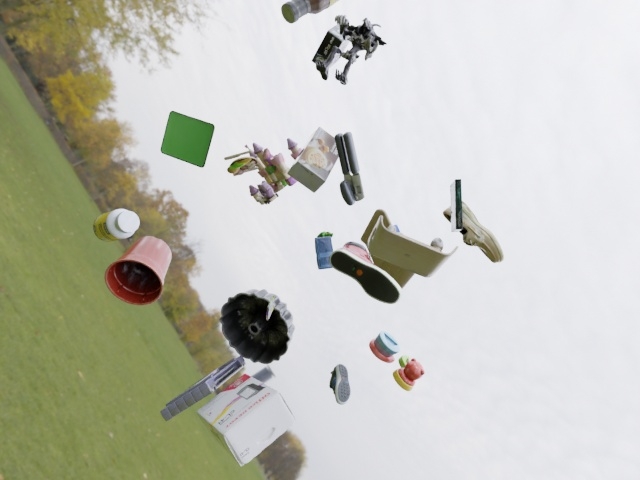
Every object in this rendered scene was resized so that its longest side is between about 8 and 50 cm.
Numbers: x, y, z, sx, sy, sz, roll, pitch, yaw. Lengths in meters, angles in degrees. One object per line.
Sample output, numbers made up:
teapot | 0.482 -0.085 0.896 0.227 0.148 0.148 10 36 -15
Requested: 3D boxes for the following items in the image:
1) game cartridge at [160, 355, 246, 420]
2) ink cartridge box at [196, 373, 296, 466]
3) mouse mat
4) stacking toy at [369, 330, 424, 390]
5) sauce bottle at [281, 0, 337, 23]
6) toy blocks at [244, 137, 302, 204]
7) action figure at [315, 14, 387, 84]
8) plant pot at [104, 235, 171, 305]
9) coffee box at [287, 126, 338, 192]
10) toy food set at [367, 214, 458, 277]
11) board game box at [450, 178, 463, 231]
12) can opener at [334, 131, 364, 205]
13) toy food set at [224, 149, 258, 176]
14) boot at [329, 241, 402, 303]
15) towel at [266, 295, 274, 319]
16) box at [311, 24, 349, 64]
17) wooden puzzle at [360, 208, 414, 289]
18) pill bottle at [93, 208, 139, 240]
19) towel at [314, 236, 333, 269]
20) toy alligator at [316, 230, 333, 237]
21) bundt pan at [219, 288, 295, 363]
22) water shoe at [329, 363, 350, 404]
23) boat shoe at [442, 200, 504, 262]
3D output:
game cartridge | -0.449 0.564 1.953 0.068 0.230 0.355 61 11 3
ink cartridge box | -0.256 0.588 1.686 0.306 0.226 0.131 -8 -67 61
mouse mat | -0.452 -0.343 1.698 0.190 0.152 0.007 22 11 19
stacking toy | 0.411 0.567 2.502 0.309 0.130 0.280 48 22 20
sauce bottle | 0.006 -0.882 1.787 0.111 0.344 0.111 37 -25 21
toy blocks | -0.258 -0.361 2.428 0.260 0.309 0.289 56 -24 -18
action figure | 0.108 -0.626 1.591 0.164 0.275 0.141 31 -16 8
plant pot | -0.866 0.130 2.456 0.265 0.273 0.272 -85 158 -58
coffee box | -0.015 -0.335 2.067 0.141 0.246 0.098 36 -39 -11
toy food set | 0.341 0.020 1.906 0.306 0.092 0.219 23 -27 2
board game box | 0.510 -0.128 1.882 0.126 0.026 0.186 27 62 -83
can opener | 0.107 -0.277 1.964 0.076 0.095 0.283 -2 -67 30
toy food set | -0.318 -0.302 2.065 0.192 0.133 0.038 79 -6 -76
boot | 0.159 0.090 1.549 0.244 0.088 0.176 36 21 10
towel | -0.174 0.235 1.747 0.010 0.060 0.083 18 -42 6
box | 0.054 -0.817 2.112 0.078 0.180 0.147 35 -50 -3
wooden puzzle | 0.332 0.059 2.390 0.347 0.081 0.322 64 -22 22
pill bottle | -0.700 -0.054 1.728 0.184 0.103 0.103 -8 -67 45
towel | 0.015 0.044 1.828 0.029 0.067 0.119 157 -74 -74
toy alligator | 0.000 0.000 2.295 0.051 0.056 0.190 35 -33 -7
bundt pan | -0.249 0.341 2.095 0.331 0.124 0.330 9 -66 22
water shoe | 0.079 0.623 2.135 0.073 0.080 0.203 32 31 -17
boat shoe | 0.614 -0.021 2.023 0.302 0.098 0.109 54 -10 9
